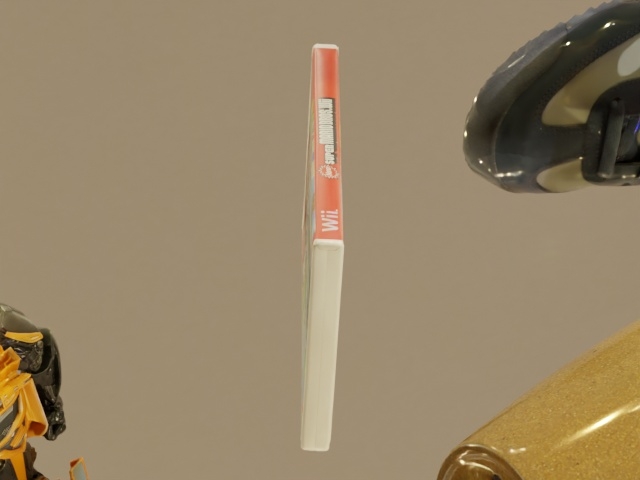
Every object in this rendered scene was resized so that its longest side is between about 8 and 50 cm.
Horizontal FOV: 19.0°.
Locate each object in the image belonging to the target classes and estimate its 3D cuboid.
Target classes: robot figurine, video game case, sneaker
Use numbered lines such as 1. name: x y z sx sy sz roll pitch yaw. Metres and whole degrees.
1. robot figurine: -0.233 0.178 1.267 0.085 0.211 0.291 30 -37 32
2. video game case: 0.000 0.000 1.537 0.025 0.285 0.204 2 -54 -2
3. sneaker: 0.242 -0.080 1.124 0.131 0.319 0.112 50 -32 45

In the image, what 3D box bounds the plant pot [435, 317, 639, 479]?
1. plant pot: 0.195 0.131 0.978 0.237 0.254 0.237 31 -53 55
